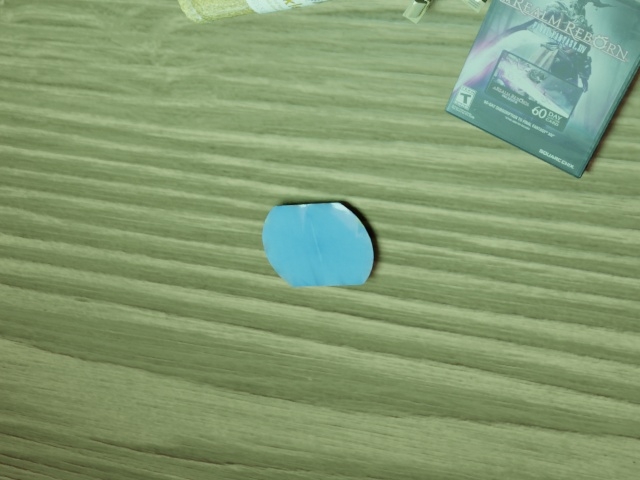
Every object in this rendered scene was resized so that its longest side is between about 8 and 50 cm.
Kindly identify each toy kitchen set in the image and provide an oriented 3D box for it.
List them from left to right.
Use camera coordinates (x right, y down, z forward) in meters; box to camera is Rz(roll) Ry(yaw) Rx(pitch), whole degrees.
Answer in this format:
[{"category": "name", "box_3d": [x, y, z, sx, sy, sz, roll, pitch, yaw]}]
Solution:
[{"category": "toy kitchen set", "box_3d": [0.150, -0.283, 1.867, 0.075, 0.068, 0.083, 36, 133, 0]}]

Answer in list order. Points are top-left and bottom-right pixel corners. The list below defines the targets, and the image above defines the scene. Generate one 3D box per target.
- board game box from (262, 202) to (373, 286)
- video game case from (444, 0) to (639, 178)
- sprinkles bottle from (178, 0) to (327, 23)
[{"category": "board game box", "box_3d": [0.000, 0.000, 2.187, 0.168, 0.033, 0.133, -3, 117, 24]}, {"category": "video game case", "box_3d": [0.285, -0.222, 1.872, 0.196, 0.026, 0.274, 28, 133, 7]}, {"category": "sprinkles bottle", "box_3d": [-0.002, -0.345, 1.841, 0.355, 0.121, 0.121, -6, 121, 23]}]
